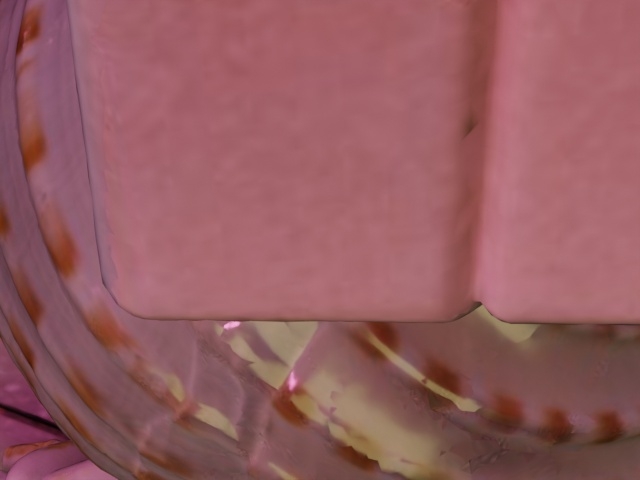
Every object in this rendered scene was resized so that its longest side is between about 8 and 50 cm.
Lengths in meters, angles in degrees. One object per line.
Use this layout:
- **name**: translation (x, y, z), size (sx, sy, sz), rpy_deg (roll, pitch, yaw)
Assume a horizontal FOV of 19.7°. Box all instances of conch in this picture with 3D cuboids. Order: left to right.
- **conch**: translation (0.000, 0.008, 0.671), size (0.303, 0.215, 0.319), rpy_deg (34, 125, -16)

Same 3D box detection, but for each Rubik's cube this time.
- **Rubik's cube**: translation (0.108, -0.194, 0.385), size (0.319, 0.321, 0.316), rpy_deg (1, 133, 1)

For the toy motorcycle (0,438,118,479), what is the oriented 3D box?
- **toy motorcycle**: translation (-0.092, 0.122, 0.834), size (0.229, 0.074, 0.151), rpy_deg (-1, 168, -19)
